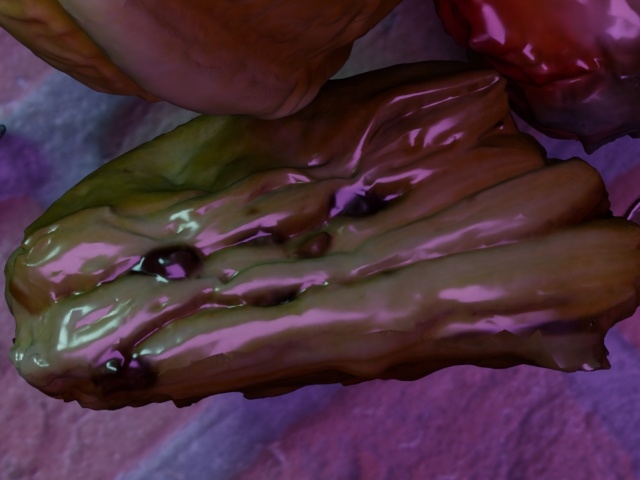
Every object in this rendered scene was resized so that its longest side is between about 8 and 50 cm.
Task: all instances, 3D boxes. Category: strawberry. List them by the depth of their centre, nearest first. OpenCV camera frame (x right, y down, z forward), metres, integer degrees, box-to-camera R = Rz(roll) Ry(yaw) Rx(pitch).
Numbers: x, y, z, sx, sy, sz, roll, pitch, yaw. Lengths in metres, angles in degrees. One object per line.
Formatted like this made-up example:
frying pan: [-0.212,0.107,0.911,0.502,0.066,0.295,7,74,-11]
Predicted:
strawberry: [0.157,-0.227,1.135,0.265,0.149,0.336,-22,91,-14]

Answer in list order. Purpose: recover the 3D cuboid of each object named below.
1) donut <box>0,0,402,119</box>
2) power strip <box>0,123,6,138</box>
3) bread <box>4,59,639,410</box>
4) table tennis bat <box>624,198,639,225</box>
donut: [-0.081,-0.274,0.919,0.198,0.449,0.449,-15,106,22]
power strip: [-0.314,-0.108,1.166,0.168,0.054,0.253,-26,105,4]
bread: [0.000,0.000,1.110,0.370,0.314,0.191,-7,87,-2]
table tennis bat: [0.279,0.014,1.274,0.156,0.013,0.087,17,100,-8]
